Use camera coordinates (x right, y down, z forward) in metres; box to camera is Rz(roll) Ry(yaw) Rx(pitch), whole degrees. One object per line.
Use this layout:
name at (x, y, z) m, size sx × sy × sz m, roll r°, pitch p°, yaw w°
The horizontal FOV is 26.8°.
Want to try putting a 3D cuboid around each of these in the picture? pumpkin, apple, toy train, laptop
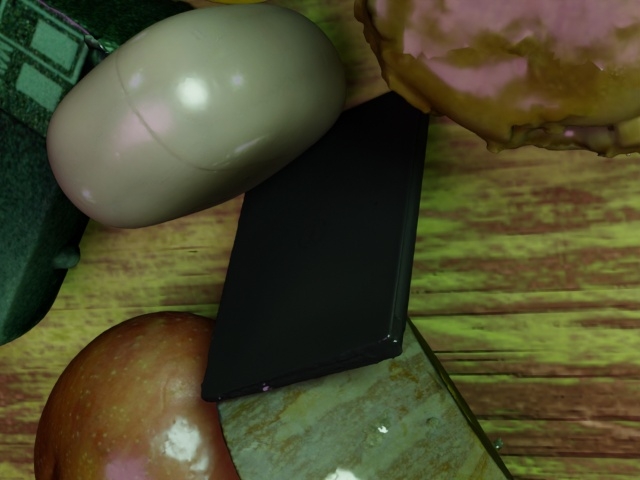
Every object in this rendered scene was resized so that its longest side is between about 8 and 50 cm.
pumpkin at (0.051, 0.122, 0.780) m, size 0.110 × 0.217 × 0.217 m, roll -45°, pitch 86°, yaw 13°
apple at (-0.099, 0.145, 0.868) m, size 0.201 × 0.162 × 0.201 m, roll 18°, pitch 126°, yaw 27°
toy train at (-0.214, -0.070, 0.871) m, size 0.178 × 0.138 × 0.330 m, roll 32°, pitch 121°, yaw 7°
laptop at (0.000, 0.000, 0.771) m, size 0.135 × 0.197 × 0.016 m, roll -19°, pitch 132°, yaw 32°

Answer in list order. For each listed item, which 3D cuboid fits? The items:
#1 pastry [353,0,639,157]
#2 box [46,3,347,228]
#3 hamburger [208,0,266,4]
pastry at (0.135, -0.196, 0.630) m, size 0.255 × 0.162 × 0.311 m, roll 22°, pitch 116°, yaw 15°
box at (-0.065, -0.071, 0.754) m, size 0.146 × 0.200 × 0.088 m, roll -34°, pitch 86°, yaw 24°
hamburger at (-0.044, -0.194, 0.754) m, size 0.141 × 0.081 × 0.126 m, roll 14°, pitch 147°, yaw 4°
